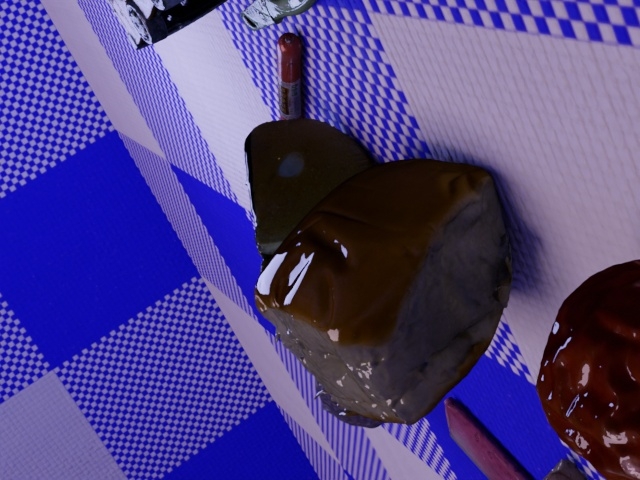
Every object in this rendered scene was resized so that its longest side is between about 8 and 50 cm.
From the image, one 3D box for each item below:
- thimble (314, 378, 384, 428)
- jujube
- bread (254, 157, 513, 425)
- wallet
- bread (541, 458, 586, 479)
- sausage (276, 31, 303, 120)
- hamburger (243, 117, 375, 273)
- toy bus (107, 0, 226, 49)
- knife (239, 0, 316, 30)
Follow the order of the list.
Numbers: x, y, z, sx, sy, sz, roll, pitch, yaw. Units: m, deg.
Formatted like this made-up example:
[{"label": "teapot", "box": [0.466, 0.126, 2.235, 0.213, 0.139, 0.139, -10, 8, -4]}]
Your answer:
[{"label": "thimble", "box": [0.067, 0.222, 1.791, 0.150, 0.150, 0.098, 45, 162, 39]}, {"label": "jujube", "box": [0.259, 0.104, 0.789, 0.174, 0.174, 0.250, 61, 169, -21]}, {"label": "bread", "box": [0.078, 0.045, 1.159, 0.225, 0.250, 0.279, 53, 163, -17]}, {"label": "wallet", "box": [0.261, 0.333, 1.629, 0.232, 0.025, 0.119, 46, 164, 36]}, {"label": "bread", "box": [0.309, 0.352, 1.412, 0.119, 0.067, 0.192, 59, 167, 19]}, {"label": "sausage", "box": [-0.038, -0.194, 1.431, 0.034, 0.034, 0.253, 52, 167, 19]}, {"label": "hamburger", "box": [0.010, -0.016, 1.385, 0.168, 0.192, 0.288, 85, 179, -52]}, {"label": "toy bus", "box": [-0.175, -0.352, 1.272, 0.194, 0.162, 0.323, 58, 165, -4]}, {"label": "knife", "box": [-0.053, -0.277, 1.316, 0.043, 0.020, 0.293, 57, 168, -12]}]
